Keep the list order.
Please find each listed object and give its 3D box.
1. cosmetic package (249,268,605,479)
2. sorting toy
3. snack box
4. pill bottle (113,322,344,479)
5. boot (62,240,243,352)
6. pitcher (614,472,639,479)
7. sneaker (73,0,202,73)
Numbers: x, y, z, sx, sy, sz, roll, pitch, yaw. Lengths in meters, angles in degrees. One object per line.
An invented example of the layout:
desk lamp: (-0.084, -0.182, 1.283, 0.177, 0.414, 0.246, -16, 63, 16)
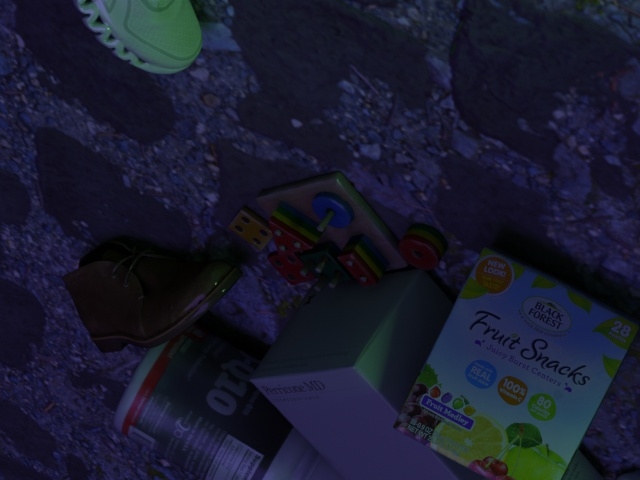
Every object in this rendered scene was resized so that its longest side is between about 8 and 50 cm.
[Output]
cosmetic package: (0.124, 0.212, 2.076, 0.365, 0.155, 0.197, 47, 148, -21)
sorting toy: (0.000, 0.000, 2.007, 0.274, 0.046, 0.132, -12, 126, 48)
snack box: (0.196, 0.134, 1.874, 0.174, 0.207, 0.070, 27, -174, 10)
pill bottle: (-0.091, 0.226, 2.271, 0.283, 0.161, 0.161, 30, 147, 5)
boot: (-0.208, 0.055, 2.211, 0.305, 0.112, 0.115, -16, 113, 52)
pitcher: (0.403, 0.317, 2.019, 0.177, 0.125, 0.207, 53, 156, 0)
sneaker: (-0.181, -0.276, 1.761, 0.118, 0.110, 0.292, -6, 131, 33)
